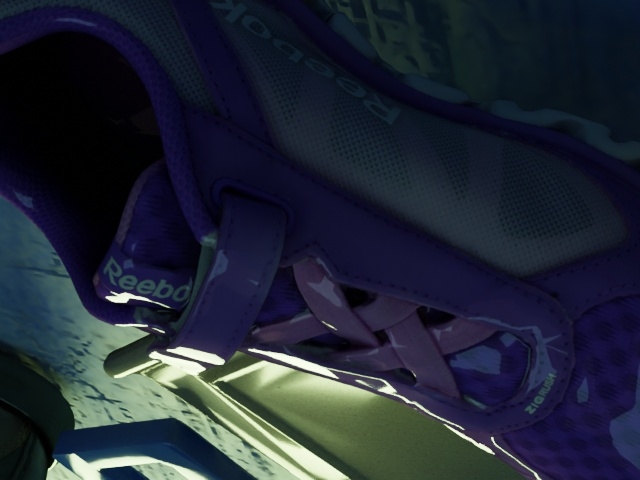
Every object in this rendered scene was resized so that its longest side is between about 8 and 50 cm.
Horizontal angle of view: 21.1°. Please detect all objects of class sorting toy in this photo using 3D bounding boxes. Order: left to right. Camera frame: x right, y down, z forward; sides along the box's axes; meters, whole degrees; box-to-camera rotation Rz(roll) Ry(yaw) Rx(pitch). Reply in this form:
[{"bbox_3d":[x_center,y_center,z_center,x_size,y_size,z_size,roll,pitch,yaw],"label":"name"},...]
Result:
[{"bbox_3d":[0.056,0.049,0.560,0.196,0.047,0.348,33,145,-26],"label":"sorting toy"}]

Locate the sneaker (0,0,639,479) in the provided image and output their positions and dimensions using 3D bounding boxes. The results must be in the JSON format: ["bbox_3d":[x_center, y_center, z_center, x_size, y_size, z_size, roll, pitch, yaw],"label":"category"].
[{"bbox_3d":[0.000,0.000,0.400,0.236,0.104,0.095,35,125,6],"label":"sneaker"}]

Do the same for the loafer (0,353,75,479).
[{"bbox_3d":[-0.236,0.058,0.683,0.268,0.084,0.096,18,147,2],"label":"loafer"}]
